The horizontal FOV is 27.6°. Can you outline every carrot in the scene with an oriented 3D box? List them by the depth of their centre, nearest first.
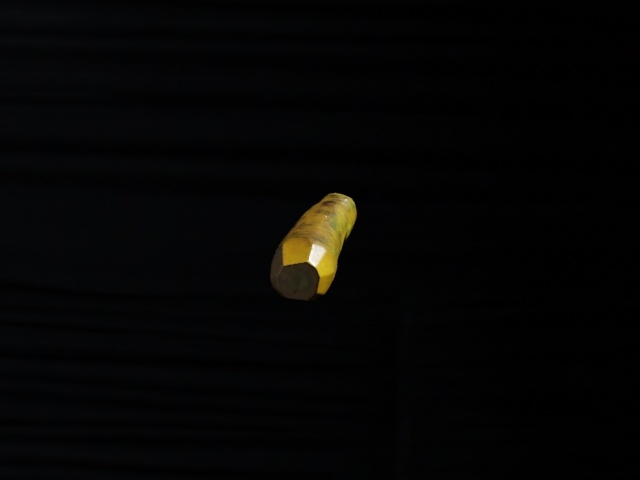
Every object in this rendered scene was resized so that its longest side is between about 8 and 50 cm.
[{"bbox_3d":[0.000,0.000,0.874,0.171,0.042,0.042,-56,149,-71],"label":"carrot"}]
